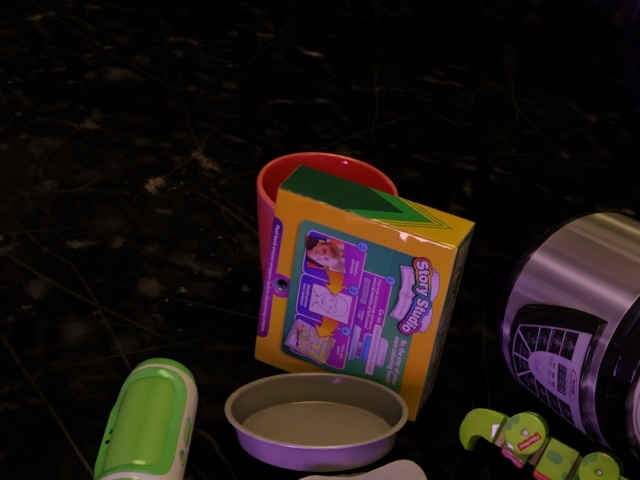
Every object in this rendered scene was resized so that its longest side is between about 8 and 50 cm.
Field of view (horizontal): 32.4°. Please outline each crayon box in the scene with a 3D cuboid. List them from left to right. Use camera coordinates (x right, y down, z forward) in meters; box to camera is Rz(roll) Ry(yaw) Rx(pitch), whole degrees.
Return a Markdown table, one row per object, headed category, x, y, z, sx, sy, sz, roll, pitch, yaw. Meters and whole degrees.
| category | x | y | z | sx | sy | sz | roll | pitch | yaw |
| --- | --- | --- | --- | --- | --- | --- | --- | --- | --- |
| crayon box | 0.065 | 0.091 | 1.867 | 0.313 | 0.363 | 0.106 | 19 | 34 | 14 |

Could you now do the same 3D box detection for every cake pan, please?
| category | x | y | z | sx | sy | sz | roll | pitch | yaw |
| --- | --- | --- | --- | --- | --- | --- | --- | --- | --- |
| cake pan | -0.007 | 0.289 | 1.760 | 0.293 | 0.054 | 0.293 | 2 | 15 | 0 |

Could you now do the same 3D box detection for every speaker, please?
| category | x | y | z | sx | sy | sz | roll | pitch | yaw |
| --- | --- | --- | --- | --- | --- | --- | --- | --- | --- |
| speaker | -0.262 | 0.312 | 1.664 | 0.131 | 0.131 | 0.296 | 8 | 33 | -2 |

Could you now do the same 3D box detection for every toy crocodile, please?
| category | x | y | z | sx | sy | sz | roll | pitch | yaw |
| --- | --- | --- | --- | --- | --- | --- | --- | --- | --- |
| toy crocodile | 0.389 | 0.361 | 1.782 | 0.340 | 0.105 | 0.115 | 27 | 1 | 16 |

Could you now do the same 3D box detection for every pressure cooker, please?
| category | x | y | z | sx | sy | sz | roll | pitch | yaw |
| --- | --- | --- | --- | --- | --- | --- | --- | --- | --- |
| pressure cooker | 0.542 | 0.167 | 1.804 | 0.370 | 0.375 | 0.420 | 33 | 1 | -36 |

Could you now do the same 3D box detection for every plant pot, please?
| category | x | y | z | sx | sy | sz | roll | pitch | yaw |
| --- | --- | --- | --- | --- | --- | --- | --- | --- | --- |
| plant pot | 0.000 | 0.000 | 2.101 | 0.275 | 0.243 | 0.275 | 6 | 33 | -4 |

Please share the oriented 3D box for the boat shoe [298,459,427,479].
| category | x | y | z | sx | sy | sz | roll | pitch | yaw |
| --- | --- | --- | --- | --- | --- | --- | --- | --- | --- |
| boat shoe | 0.033 | 0.392 | 1.649 | 0.267 | 0.088 | 0.096 | -12 | 70 | -33 |
